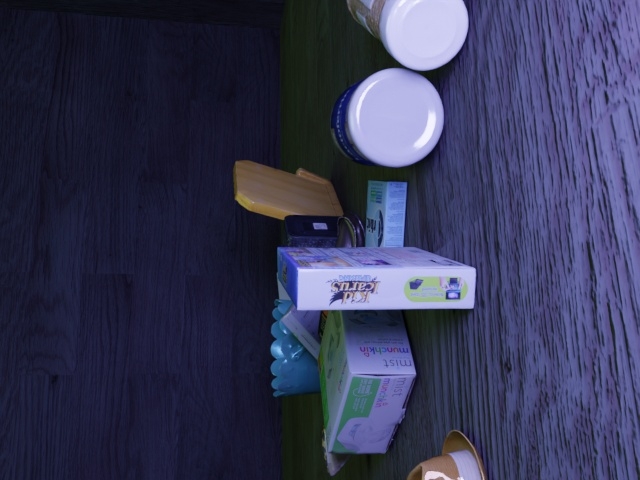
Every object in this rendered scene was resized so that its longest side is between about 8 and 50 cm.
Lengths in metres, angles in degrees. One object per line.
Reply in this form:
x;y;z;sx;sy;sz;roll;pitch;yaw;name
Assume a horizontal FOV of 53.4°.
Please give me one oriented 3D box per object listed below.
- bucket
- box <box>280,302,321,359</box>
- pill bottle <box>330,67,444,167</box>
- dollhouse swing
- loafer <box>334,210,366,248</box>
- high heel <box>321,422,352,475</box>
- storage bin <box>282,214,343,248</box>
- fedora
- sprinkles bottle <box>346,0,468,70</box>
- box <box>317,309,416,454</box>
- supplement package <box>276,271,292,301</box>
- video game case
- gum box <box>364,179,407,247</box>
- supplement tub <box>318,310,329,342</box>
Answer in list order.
-0.036;0.292;1.746;0.281;0.183;0.281;-179;90;-80;bucket
-0.001;0.215;1.484;0.038;0.186;0.145;-40;4;21;box
0.099;-0.203;1.093;0.265;0.153;0.153;-140;52;-79;pill bottle
-0.099;-0.035;1.815;0.347;0.305;0.315;-107;21;-60;dollhouse swing
0.061;0.043;1.460;0.080;0.078;0.220;1;94;57;loafer
0.041;0.416;1.494;0.186;0.093;0.261;133;154;-67;high heel
0.000;0.000;1.574;0.122;0.180;0.084;-106;21;-61;storage bin
0.162;0.352;0.852;0.194;0.079;0.194;-178;90;-80;fedora
0.129;-0.378;1.039;0.355;0.121;0.121;-105;19;-61;sprinkles bottle
0.082;0.244;1.228;0.231;0.127;0.262;-96;13;-47;box
-0.075;0.179;2.131;0.179;0.105;0.105;-101;-14;-53;supplement package
0.067;0.052;0.963;0.269;0.244;0.061;-149;61;-80;video game case
0.125;-0.025;1.249;0.157;0.041;0.184;-148;61;-79;gum box
0.060;0.141;1.385;0.117;0.117;0.190;-102;17;-55;supplement tub
